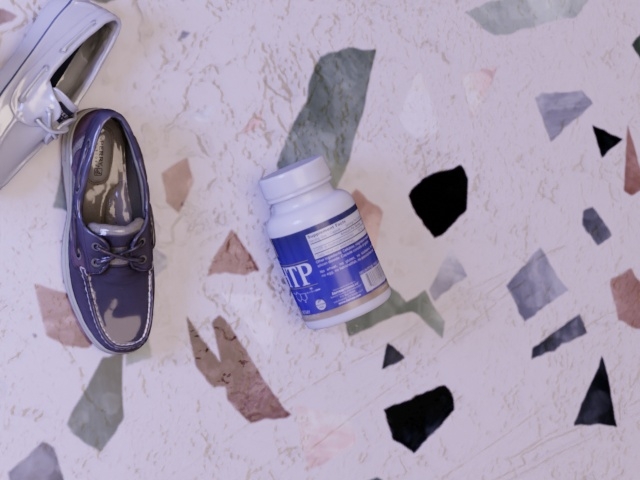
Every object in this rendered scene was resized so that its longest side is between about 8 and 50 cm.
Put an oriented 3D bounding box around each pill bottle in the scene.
[{"bbox_3d":[0.000,0.000,1.904,0.112,0.112,0.187,-25,97,-18],"label":"pill bottle"}]

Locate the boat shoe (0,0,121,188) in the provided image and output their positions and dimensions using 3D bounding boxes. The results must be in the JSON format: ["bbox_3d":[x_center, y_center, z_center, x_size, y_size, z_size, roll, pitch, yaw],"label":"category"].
[{"bbox_3d":[-0.310,-0.156,1.791,0.084,0.095,0.258,22,81,26],"label":"boat shoe"}]

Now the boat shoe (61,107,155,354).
[{"bbox_3d":[-0.237,-0.010,1.830,0.102,0.092,0.285,-4,91,-19],"label":"boat shoe"}]
